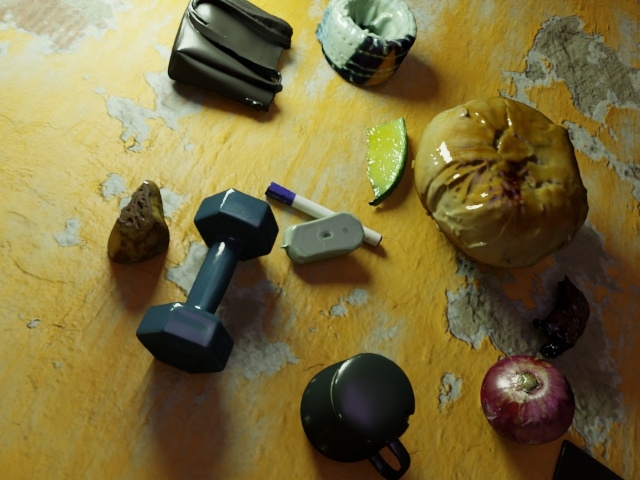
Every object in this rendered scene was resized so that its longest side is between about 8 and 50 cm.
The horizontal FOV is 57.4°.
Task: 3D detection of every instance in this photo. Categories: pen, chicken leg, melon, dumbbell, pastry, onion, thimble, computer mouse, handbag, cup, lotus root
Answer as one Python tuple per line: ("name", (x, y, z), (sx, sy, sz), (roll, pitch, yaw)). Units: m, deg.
("pen", (0.009, -0.054, 1.240), (0.269, 0.033, 0.033), (25, 57, -7))
("chicken leg", (0.546, 0.173, 1.311), (0.105, 0.063, 0.234), (47, 55, 2))
("melon", (0.148, -0.189, 1.359), (0.113, 0.053, 0.262), (16, 58, -4))
("dumbbell", (-0.189, 0.067, 1.032), (0.144, 0.160, 0.325), (42, 51, -30))
("pastry", (0.387, -0.124, 1.297), (0.409, 0.245, 0.410), (7, 63, -14))
("onion", (0.399, 0.307, 1.132), (0.177, 0.153, 0.177), (1, 67, -2))
("thimble", (0.112, -0.517, 1.460), (0.237, 0.150, 0.237), (9, 60, -15))
("computer mouse", (0.000, 0.000, 1.194), (0.181, 0.056, 0.089), (-14, 72, -18))
("handbag", (-0.194, -0.446, 1.332), (0.256, 0.113, 0.286), (21, 57, -18))
("cup", (0.079, 0.302, 0.992), (0.169, 0.177, 0.223), (-30, 76, -34))
("lotus root", (-0.316, -0.028, 1.058), (0.095, 0.135, 0.159), (28, 70, -7))

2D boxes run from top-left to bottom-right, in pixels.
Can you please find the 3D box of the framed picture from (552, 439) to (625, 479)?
("framed picture", (0.575, 0.581, 1.132), (0.323, 0.013, 0.244), (35, 56, 0))
